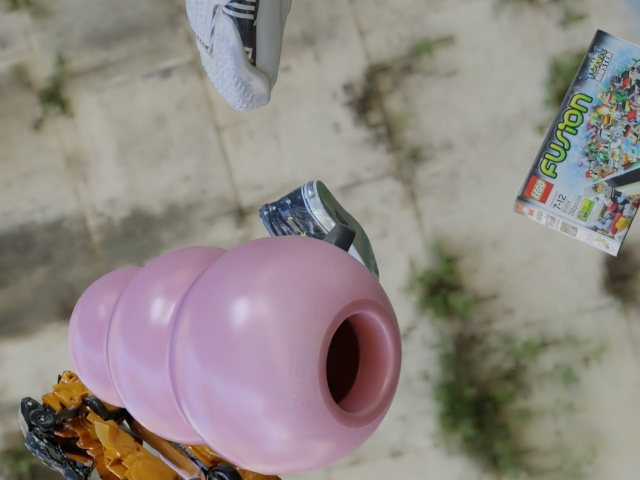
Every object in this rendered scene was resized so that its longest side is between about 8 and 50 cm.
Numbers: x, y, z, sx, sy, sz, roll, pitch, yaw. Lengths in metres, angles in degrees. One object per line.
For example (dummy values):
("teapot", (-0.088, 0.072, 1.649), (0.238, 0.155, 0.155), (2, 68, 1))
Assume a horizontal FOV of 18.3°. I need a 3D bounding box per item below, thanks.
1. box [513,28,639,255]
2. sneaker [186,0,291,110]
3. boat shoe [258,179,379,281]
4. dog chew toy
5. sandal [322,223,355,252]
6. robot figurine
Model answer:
("box", (0.284, -0.098, 1.967), (0.036, 0.114, 0.207), (89, -154, -70))
("sneaker", (-0.015, -0.307, 1.861), (0.137, 0.210, 0.366), (-143, 48, -64))
("boat shoe", (0.000, 0.000, 2.375), (0.183, 0.083, 0.065), (52, -155, -41))
("dog chew toy", (-0.092, 0.093, 1.752), (0.206, 0.331, 0.207), (-6, -82, -49))
("sandal", (0.002, 0.107, 1.973), (0.097, 0.054, 0.255), (-117, 39, -79))
("robot figurine", (-0.173, 0.225, 2.006), (0.211, 0.291, 0.085), (-19, -47, -42))
